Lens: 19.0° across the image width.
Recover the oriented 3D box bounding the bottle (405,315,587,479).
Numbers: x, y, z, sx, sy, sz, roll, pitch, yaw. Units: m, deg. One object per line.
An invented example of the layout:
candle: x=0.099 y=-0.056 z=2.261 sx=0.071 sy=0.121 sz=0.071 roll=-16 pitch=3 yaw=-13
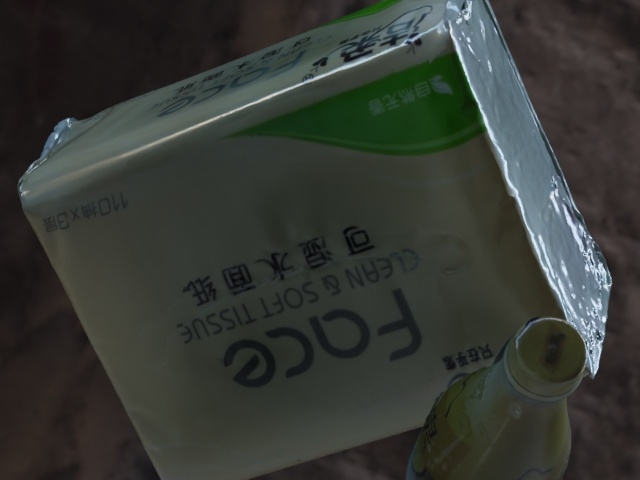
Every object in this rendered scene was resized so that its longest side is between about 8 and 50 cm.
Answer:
bottle: x=0.099 y=0.106 z=1.047 sx=0.083 sy=0.083 sz=0.269 roll=21 pitch=-22 yaw=4

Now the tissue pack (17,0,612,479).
tissue pack: x=0.000 y=0.000 z=1.621 sx=0.405 sy=0.205 sz=0.332 roll=-19 pitch=-73 yaw=20
